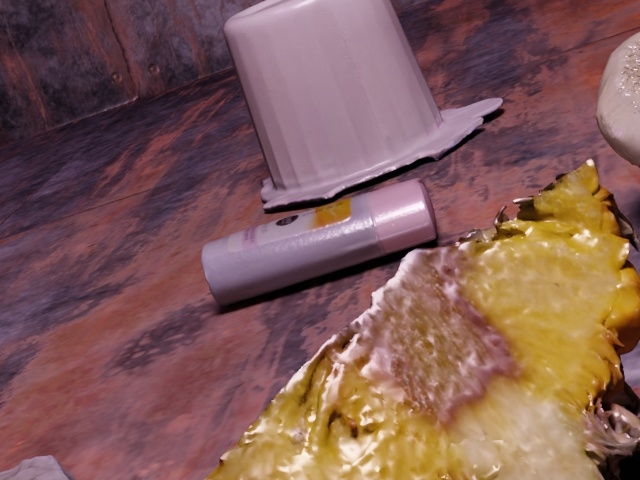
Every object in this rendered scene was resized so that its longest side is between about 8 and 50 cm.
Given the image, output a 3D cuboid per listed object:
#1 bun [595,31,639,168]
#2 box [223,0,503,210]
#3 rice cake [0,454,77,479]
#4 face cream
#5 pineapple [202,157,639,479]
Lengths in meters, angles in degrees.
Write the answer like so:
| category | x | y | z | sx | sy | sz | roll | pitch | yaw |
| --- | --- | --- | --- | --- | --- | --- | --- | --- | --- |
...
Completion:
| category | x | y | z | sx | sy | sz | roll | pitch | yaw |
| --- | --- | --- | --- | --- | --- | --- | --- | --- | --- |
| bun | 0.288 | -0.082 | 0.947 | 0.183 | 0.102 | 0.183 | -5 | 42 | 4 |
| box | 0.032 | -0.184 | 1.450 | 0.291 | 0.206 | 0.262 | -22 | 15 | 4 |
| rice cake | -0.088 | 0.175 | 0.601 | 0.064 | 0.070 | 0.399 | -25 | 16 | -21 |
| face cream | 0.000 | 0.000 | 1.126 | 0.198 | 0.057 | 0.084 | -19 | 16 | 8 |
| pineapple | 0.088 | 0.100 | 0.625 | 0.164 | 0.140 | 0.250 | 35 | 64 | 22 |
